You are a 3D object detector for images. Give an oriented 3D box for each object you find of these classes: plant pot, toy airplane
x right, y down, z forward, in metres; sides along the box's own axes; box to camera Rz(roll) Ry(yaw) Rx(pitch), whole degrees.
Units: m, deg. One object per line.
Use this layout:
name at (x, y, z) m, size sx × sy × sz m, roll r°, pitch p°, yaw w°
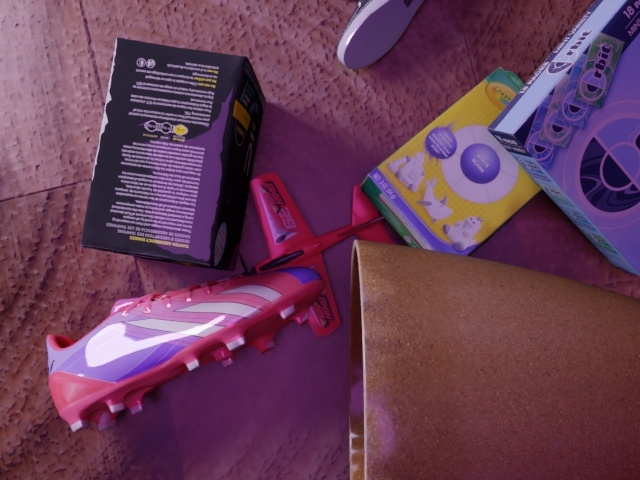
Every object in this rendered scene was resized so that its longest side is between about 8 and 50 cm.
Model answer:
plant pot at (0.149, 0.118, 0.504) m, size 0.254 × 0.237 × 0.237 m, roll 0°, pitch 86°, yaw -1°
toy airplane at (0.000, 0.000, 0.615) m, size 0.151 × 0.028 × 0.151 m, roll 0°, pitch 92°, yaw -1°

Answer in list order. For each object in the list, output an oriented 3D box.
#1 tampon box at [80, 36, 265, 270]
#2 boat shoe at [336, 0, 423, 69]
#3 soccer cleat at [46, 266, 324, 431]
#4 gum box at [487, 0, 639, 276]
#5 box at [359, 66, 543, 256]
tampon box at (-0.113, -0.061, 0.576) m, size 0.101 × 0.120 × 0.161 m, roll 9°, pitch 87°, yaw 3°
boat shoe at (0.059, -0.213, 0.624) m, size 0.142 × 0.049 × 0.040 m, roll -50°, pitch 53°, yaw 0°
soccer cleat at (-0.117, 0.070, 0.584) m, size 0.248 × 0.083 × 0.095 m, roll -29°, pitch 72°, yaw 8°
gum box at (0.248, -0.087, 0.568) m, size 0.184 × 0.041 × 0.157 m, roll 41°, pitch 90°, yaw -23°
box at (0.134, -0.065, 0.598) m, size 0.179 × 0.043 × 0.105 m, roll -40°, pitch 86°, yaw -16°
